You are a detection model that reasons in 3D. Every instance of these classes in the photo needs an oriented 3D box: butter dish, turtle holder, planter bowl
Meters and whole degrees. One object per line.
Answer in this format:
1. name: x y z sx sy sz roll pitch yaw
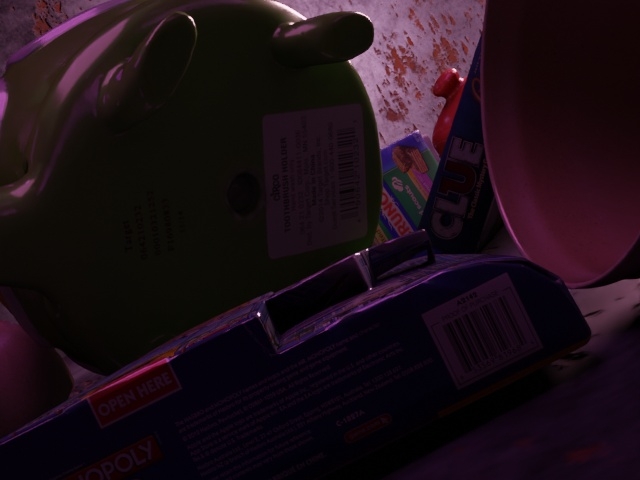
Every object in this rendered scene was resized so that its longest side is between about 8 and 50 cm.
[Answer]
1. butter dish: 0.172 -0.137 1.142 0.160 0.118 0.160 -55 6 -7
2. turtle holder: -0.118 -0.015 0.655 0.227 0.243 0.320 9 47 45
3. planter bowl: 0.137 -0.064 0.393 0.109 0.162 0.162 -1 -3 -13

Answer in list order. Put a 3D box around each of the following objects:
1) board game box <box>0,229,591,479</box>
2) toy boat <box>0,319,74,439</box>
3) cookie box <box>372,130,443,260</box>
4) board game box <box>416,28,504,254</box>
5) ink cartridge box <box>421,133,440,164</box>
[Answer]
1. board game box: -0.012 0.049 0.435 0.194 0.060 0.194 -26 1 -1
2. toy boat: -0.300 0.159 0.662 0.318 0.148 0.267 -20 8 -3
3. cookie box: 0.055 -0.022 0.800 0.040 0.091 0.107 -31 1 44
4. board game box: 0.141 -0.094 0.775 0.243 0.042 0.165 -34 -37 -66
5. ink cartridge box: 0.000 0.000 0.946 0.208 0.086 0.153 -28 3 -25
